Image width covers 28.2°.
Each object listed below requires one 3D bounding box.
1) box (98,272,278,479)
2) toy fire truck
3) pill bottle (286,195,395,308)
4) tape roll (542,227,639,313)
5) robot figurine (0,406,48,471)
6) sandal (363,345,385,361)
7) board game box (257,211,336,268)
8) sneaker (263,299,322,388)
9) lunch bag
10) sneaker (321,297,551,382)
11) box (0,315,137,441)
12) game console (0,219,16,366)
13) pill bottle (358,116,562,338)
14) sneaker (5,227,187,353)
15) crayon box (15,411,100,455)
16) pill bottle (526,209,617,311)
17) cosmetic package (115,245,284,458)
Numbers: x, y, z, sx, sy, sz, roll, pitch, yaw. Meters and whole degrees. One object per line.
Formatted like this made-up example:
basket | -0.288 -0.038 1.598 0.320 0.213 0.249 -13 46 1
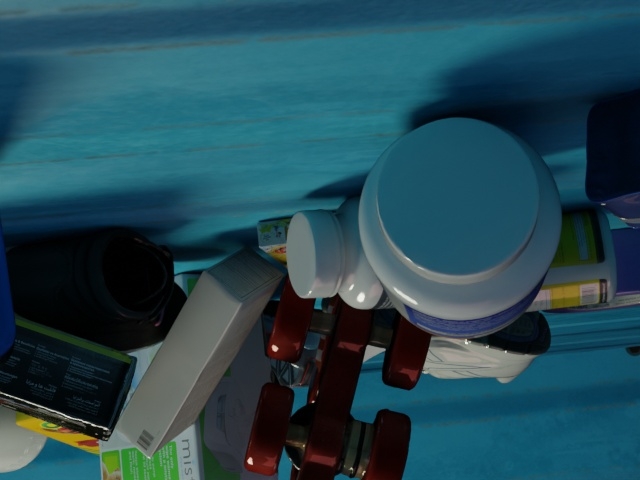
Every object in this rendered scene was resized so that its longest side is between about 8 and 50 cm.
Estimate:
box | -0.175 0.189 1.616 0.126 0.262 0.231 3 168 -39
toy fire truck | 0.016 0.169 1.460 0.169 0.302 0.254 13 175 -1
pill bottle | 0.066 0.010 1.192 0.180 0.108 0.108 -3 169 -21
tape roll | 0.371 0.040 1.624 0.188 0.080 0.189 -5 170 -1
robot figurine | -0.561 0.267 1.992 0.300 0.200 0.353 -41 157 20
sandal | 0.061 0.105 1.755 0.265 0.076 0.102 -32 120 25
board game box | 0.000 0.000 1.327 0.103 0.026 0.154 -8 170 8
sneaker | -0.084 0.146 1.743 0.104 0.125 0.262 3 -179 -26
lunch bag | 0.239 -0.062 0.939 0.067 0.099 0.065 -12 150 40
sneaker | 0.142 0.127 1.652 0.297 0.111 0.129 15 139 -1
box | -0.345 0.109 1.252 0.321 0.079 0.257 20 165 -5
game console | -0.383 0.033 0.913 0.293 0.250 0.173 -2 143 -21
pill bottle | 0.109 -0.009 0.990 0.152 0.152 0.272 -7 170 5
sneaker | -0.189 0.058 1.308 0.146 0.105 0.295 -6 167 29
crayon box | -0.308 0.251 1.908 0.202 0.081 0.318 -17 148 29
pill bottle | 0.225 0.027 1.393 0.184 0.103 0.103 -7 170 6
cosmetic package | -0.135 0.122 1.395 0.239 0.060 0.099 -58 166 27
